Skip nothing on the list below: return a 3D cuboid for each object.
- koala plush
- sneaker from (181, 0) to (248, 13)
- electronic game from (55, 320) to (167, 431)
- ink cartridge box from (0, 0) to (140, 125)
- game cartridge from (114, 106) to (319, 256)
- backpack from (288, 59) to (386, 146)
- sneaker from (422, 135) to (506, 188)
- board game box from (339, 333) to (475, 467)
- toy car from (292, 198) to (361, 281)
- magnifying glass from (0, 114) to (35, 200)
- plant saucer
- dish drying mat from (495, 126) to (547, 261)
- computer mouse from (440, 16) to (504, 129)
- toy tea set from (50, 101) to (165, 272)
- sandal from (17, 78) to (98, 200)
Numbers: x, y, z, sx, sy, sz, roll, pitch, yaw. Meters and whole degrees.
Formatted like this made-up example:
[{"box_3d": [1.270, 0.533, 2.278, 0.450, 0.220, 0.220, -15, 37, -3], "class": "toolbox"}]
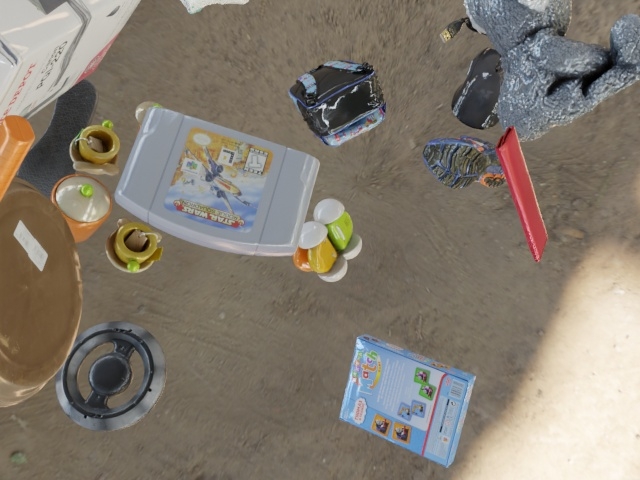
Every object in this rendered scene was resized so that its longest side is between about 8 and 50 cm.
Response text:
[{"box_3d": [0.284, -0.267, 1.025, 0.203, 0.196, 0.221, -34, 97, -8], "class": "koala plush"}, {"box_3d": [-0.259, -0.543, 1.721, 0.212, 0.080, 0.094, 8, 104, -35], "class": "sneaker"}, {"box_3d": [-0.429, 0.276, 1.596, 0.229, 0.048, 0.229, -1, 66, 2], "class": "electronic game"}, {"box_3d": [-0.270, -0.189, 0.718, 0.092, 0.218, 0.158, 43, 131, -9], "class": "ink cartridge box"}, {"box_3d": [-0.163, -0.086, 1.247, 0.297, 0.062, 0.198, 17, 60, -6], "class": "game cartridge"}, {"box_3d": [0.026, -0.271, 1.480, 0.158, 0.173, 0.117, -30, 120, -7], "class": "backpack"}, {"box_3d": [0.243, -0.140, 1.332, 0.087, 0.221, 0.083, 45, 116, 36], "class": "sneaker"}, {"box_3d": [0.145, 0.271, 1.338, 0.211, 0.039, 0.160, 18, 104, 26], "class": "board game box"}, {"box_3d": [0.000, 0.000, 1.833, 0.136, 0.182, 0.159, 0, 132, 41], "class": "toy car"}, {"box_3d": [-0.288, -0.013, 0.640, 0.231, 0.026, 0.092, -48, 60, 34], "class": "magnifying glass"}, {"box_3d": [-0.358, 0.056, 0.921, 0.041, 0.278, 0.278, -4, 94, 13], "class": "plant saucer"}, {"box_3d": [0.129, -0.029, 0.497, 0.008, 0.032, 0.083, -8, 118, 31], "class": "dish drying mat"}, {"box_3d": [0.291, -0.329, 1.418, 0.184, 0.060, 0.262, 34, 62, 8], "class": "computer mouse"}, {"box_3d": [-0.337, -0.119, 1.325, 0.200, 0.124, 0.336, 18, 55, -21], "class": "toy tea set"}, {"box_3d": [-0.484, -0.180, 1.464, 0.097, 0.054, 0.255, 26, 83, -10], "class": "sandal"}]
